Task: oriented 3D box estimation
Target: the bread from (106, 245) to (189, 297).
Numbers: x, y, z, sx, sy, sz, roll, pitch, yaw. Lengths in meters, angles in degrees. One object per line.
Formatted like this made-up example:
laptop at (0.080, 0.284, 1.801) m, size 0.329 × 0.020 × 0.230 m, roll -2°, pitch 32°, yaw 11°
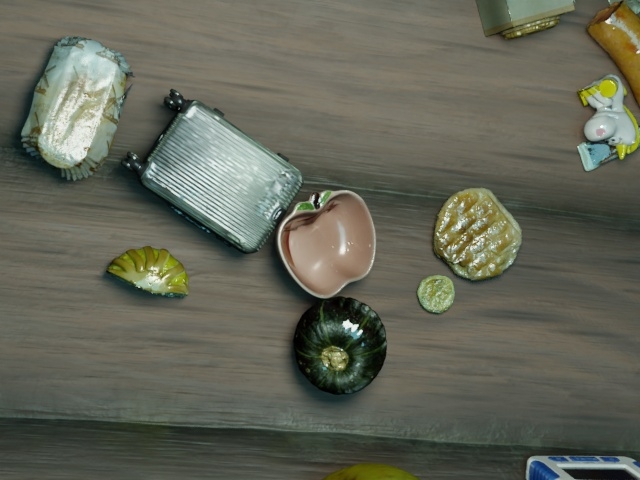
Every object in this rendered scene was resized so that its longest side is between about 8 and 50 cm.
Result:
bread at (-0.315, 0.059, 1.744) m, size 0.157 × 0.083 × 0.094 m, roll 32°, pitch 74°, yaw -10°

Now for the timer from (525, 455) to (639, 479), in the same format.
timer at (0.566, 0.504, 1.891) m, size 0.253 × 0.178 × 0.078 m, roll 4°, pitch 96°, yaw -11°

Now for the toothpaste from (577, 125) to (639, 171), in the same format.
toothpaste at (0.651, -0.211, 1.952) m, size 0.216 × 0.037 × 0.062 m, roll -21°, pitch 93°, yaw -5°

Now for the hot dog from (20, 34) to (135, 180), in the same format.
hot dog at (-0.449, -0.247, 1.700) m, size 0.162 × 0.082 × 0.270 m, roll 20°, pitch 80°, yaw -20°

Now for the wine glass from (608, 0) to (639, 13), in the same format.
wine glass at (0.677, -0.525, 1.845) m, size 0.103 × 0.231 × 0.103 m, roll 0°, pitch 91°, yaw -13°

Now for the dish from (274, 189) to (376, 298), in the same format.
dish at (0.000, 0.000, 1.786) m, size 0.213 × 0.090 × 0.213 m, roll -1°, pitch 93°, yaw -25°

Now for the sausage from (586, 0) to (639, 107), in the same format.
sausage at (0.665, -0.371, 1.917) m, size 0.109 × 0.109 × 0.270 m, roll -37°, pitch 98°, yaw -8°

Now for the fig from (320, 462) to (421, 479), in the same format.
fig at (0.124, 0.596, 1.743) m, size 0.343 × 0.343 × 0.343 m, roll 0°, pitch 92°, yaw -12°

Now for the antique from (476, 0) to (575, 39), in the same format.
antique at (0.404, -0.483, 1.831) m, size 0.146 × 0.152 × 0.148 m, roll -16°, pitch 98°, yaw -10°

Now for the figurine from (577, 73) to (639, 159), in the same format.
figurine at (0.603, -0.255, 1.900) m, size 0.129 × 0.109 × 0.178 m, roll -4°, pitch 80°, yaw -30°

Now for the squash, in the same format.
squash at (0.040, 0.202, 1.776) m, size 0.193 × 0.156 × 0.193 m, roll 0°, pitch 89°, yaw 19°

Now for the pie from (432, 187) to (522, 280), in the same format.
pie at (0.317, -0.010, 1.885) m, size 0.195 × 0.046 × 0.195 m, roll 0°, pitch 91°, yaw -13°

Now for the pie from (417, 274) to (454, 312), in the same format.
pie at (0.237, 0.109, 1.885) m, size 0.084 × 0.021 × 0.084 m, roll -1°, pitch 94°, yaw -16°

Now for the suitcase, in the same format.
suitcase at (-0.199, -0.124, 1.730) m, size 0.312 × 0.128 × 0.202 m, roll 35°, pitch 85°, yaw -12°
